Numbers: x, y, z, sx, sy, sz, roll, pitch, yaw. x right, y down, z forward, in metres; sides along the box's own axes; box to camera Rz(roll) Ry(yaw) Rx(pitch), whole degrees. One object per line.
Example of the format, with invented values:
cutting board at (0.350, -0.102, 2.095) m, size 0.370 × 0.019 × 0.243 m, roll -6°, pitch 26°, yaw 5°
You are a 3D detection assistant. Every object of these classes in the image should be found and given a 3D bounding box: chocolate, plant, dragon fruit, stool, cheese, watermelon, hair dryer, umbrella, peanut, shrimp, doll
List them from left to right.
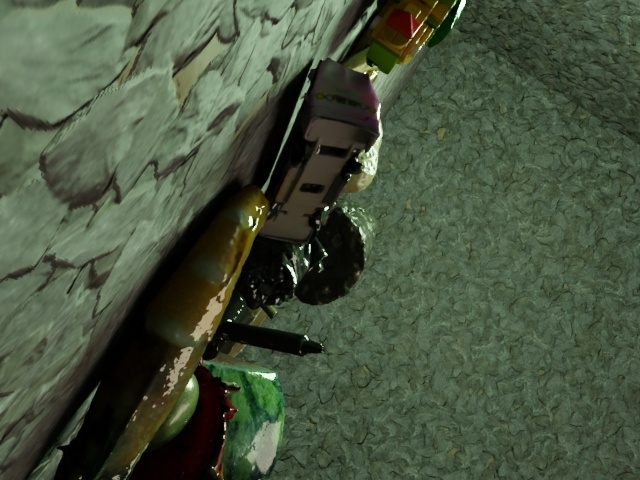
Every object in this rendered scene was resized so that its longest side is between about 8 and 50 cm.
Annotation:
shrimp at (-0.184, 0.132, 0.699) m, size 0.444 × 0.085 × 0.272 m, roll -61°, pitch -175°, yaw -10°
dragon fruit at (-0.225, 0.342, 0.863) m, size 0.343 × 0.100 × 0.282 m, roll -52°, pitch -149°, yaw -10°
watermelon at (-0.202, 0.311, 1.081) m, size 0.201 × 0.262 × 0.212 m, roll -166°, pitch -88°, yaw -70°
chocolate at (-0.218, 0.229, 1.654) m, size 0.261 × 0.083 × 0.161 m, roll -54°, pitch 171°, yaw 11°
hair dryer at (-0.098, 0.138, 0.965) m, size 0.114 × 0.248 × 0.070 m, roll -57°, pitch 140°, yaw -42°
stool at (-0.116, 0.094, 1.400) m, size 0.125 × 0.121 × 0.217 m, roll -59°, pitch 173°, yaw 19°
umbrella at (-0.029, -0.034, 1.045) m, size 0.336 × 0.128 × 0.154 m, roll -62°, pitch 160°, yaw -44°
plant at (0.000, 0.000, 1.283) m, size 0.215 × 0.213 × 0.312 m, roll -60°, pitch 179°, yaw 7°
peanut at (0.058, -0.167, 1.058) m, size 0.090 × 0.098 × 0.214 m, roll -30°, pitch -152°, yaw 31°
cheese at (0.056, -0.243, 0.852) m, size 0.083 × 0.030 × 0.044 m, roll -36°, pitch 133°, yaw -10°
doll at (0.123, -0.301, 0.803) m, size 0.186 × 0.106 × 0.134 m, roll -57°, pitch -176°, yaw -28°

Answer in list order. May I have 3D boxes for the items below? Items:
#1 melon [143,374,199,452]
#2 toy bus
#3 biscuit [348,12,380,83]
melon at (-0.222, 0.224, 0.819) m, size 0.130 × 0.098 × 0.098 m, roll -57°, pitch 179°, yaw -24°
toy bus at (-0.011, -0.098, 0.760) m, size 0.274 × 0.090 × 0.112 m, roll 124°, pitch -27°, yaw -57°
biscuit at (0.073, -0.279, 0.968) m, size 0.225 × 0.042 × 0.226 m, roll -57°, pitch 180°, yaw 0°
